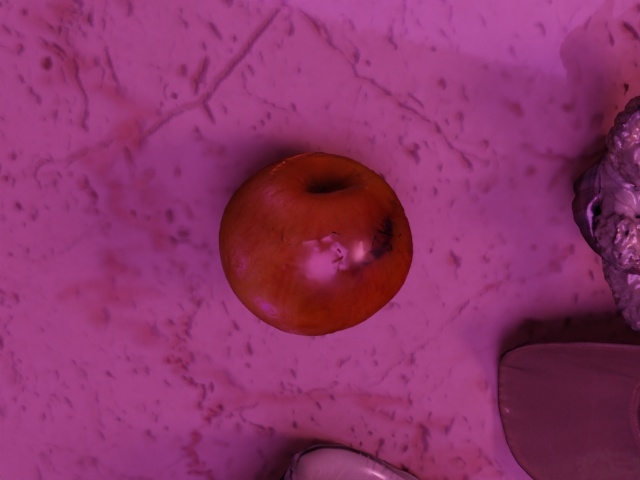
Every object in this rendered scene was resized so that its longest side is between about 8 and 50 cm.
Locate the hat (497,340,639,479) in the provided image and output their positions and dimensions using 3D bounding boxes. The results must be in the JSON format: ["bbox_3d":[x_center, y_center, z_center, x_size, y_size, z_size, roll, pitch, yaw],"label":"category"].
[{"bbox_3d":[0.287,0.124,1.031,0.245,0.149,0.214,18,134,29],"label":"hat"}]

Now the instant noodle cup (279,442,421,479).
[{"bbox_3d":[-0.009,0.355,1.046,0.284,0.284,0.312,25,105,-14],"label":"instant noodle cup"}]

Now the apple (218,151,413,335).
[{"bbox_3d":[0.000,0.000,0.910,0.147,0.146,0.146,-1,117,-1],"label":"apple"}]

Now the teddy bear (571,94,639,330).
[{"bbox_3d":[0.246,-0.042,0.923,0.133,0.111,0.213,-39,130,-30],"label":"teddy bear"}]
